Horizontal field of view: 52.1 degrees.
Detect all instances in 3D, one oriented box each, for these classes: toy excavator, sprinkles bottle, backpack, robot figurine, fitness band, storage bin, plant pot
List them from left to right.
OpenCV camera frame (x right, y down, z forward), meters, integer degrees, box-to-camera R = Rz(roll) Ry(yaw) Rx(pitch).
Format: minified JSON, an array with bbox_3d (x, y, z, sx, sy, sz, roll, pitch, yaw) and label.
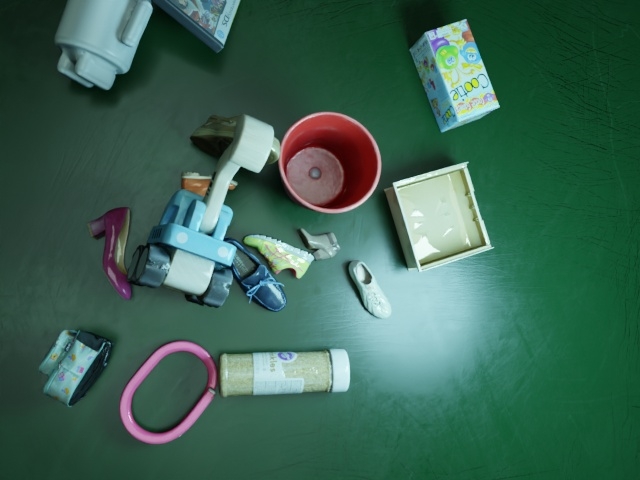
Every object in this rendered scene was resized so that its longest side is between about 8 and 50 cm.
[{"bbox_3d":[-0.636,0.324,1.683,0.144,0.166,0.189,23,79,-7],"label":"backpack"},{"bbox_3d":[-0.576,-0.586,1.744,0.299,0.199,0.354,16,85,27],"label":"robot figurine"},{"bbox_3d":[-0.410,0.411,1.778,0.209,0.054,0.291,40,78,-5],"label":"fitness band"},{"bbox_3d":[-0.289,-0.072,1.643,0.222,0.433,0.446,20,80,-23],"label":"toy excavator"},{"bbox_3d":[-0.101,0.366,1.807,0.354,0.121,0.121,0,86,-11],"label":"sprinkles bottle"},{"bbox_3d":[0.004,-0.196,1.808,0.274,0.243,0.275,1,86,-11],"label":"plant pot"},{"bbox_3d":[0.352,-0.068,1.928,0.260,0.123,0.263,-17,89,-11],"label":"storage bin"}]

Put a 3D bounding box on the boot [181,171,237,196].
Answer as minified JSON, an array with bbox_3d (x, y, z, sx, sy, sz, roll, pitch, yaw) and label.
[{"bbox_3d":[-0.313,-0.144,1.841,0.157,0.059,0.085,4,88,-2],"label":"boot"}]

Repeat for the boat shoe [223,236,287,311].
[{"bbox_3d":[-0.196,0.103,1.825,0.258,0.089,0.109,43,79,-5],"label":"boat shoe"}]

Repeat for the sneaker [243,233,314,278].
[{"bbox_3d":[-0.126,0.046,1.849,0.208,0.081,0.094,23,87,-8],"label":"sneaker"}]

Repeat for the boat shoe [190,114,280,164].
[{"bbox_3d":[-0.219,-0.284,1.744,0.110,0.341,0.122,-58,135,-15],"label":"boat shoe"}]

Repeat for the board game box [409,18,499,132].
[{"bbox_3d":[0.398,-0.488,1.959,0.142,0.144,0.276,-21,90,-12],"label":"board game box"}]

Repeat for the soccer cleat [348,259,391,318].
[{"bbox_3d":[0.144,0.144,1.894,0.068,0.076,0.196,-33,93,-12],"label":"soccer cleat"}]

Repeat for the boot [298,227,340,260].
[{"bbox_3d":[0.000,0.000,1.900,0.086,0.042,0.119,-30,93,-18],"label":"boot"}]

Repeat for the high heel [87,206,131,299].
[{"bbox_3d":[-0.532,0.033,1.770,0.117,0.082,0.244,-24,78,-2],"label":"high heel"}]

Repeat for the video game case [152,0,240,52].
[{"bbox_3d":[-0.347,-0.684,1.778,0.274,0.035,0.249,35,51,-32],"label":"video game case"}]
